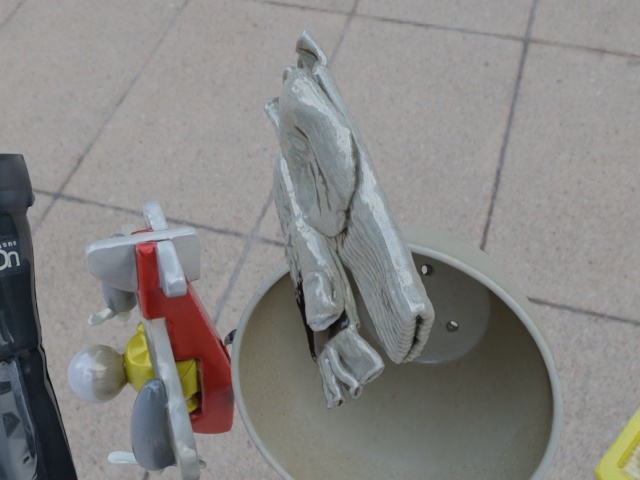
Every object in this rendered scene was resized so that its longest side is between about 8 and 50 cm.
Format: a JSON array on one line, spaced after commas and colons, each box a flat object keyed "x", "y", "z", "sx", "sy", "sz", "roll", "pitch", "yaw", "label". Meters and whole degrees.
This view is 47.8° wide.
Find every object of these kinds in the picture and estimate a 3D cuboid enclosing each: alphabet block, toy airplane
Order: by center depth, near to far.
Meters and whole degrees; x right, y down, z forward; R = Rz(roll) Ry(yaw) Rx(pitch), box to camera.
[{"x": -0.248, "y": 0.142, "z": 1.046, "sx": 0.272, "sy": 0.386, "sz": 0.385, "roll": -25, "pitch": 88, "yaw": -4, "label": "toy airplane"}, {"x": 0.558, "y": 0.364, "z": 1.125, "sx": 0.193, "sy": 0.197, "sz": 0.192, "roll": 34, "pitch": 82, "yaw": 31, "label": "alphabet block"}]

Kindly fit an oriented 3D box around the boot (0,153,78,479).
[{"x": -0.321, "y": 0.185, "z": 0.558, "sx": 0.366, "sy": 0.446, "sz": 0.146, "roll": -7, "pitch": 5, "yaw": 37, "label": "boot"}]

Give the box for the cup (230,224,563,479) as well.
[{"x": 0.096, "y": 0.115, "z": 0.810, "sx": 0.330, "sy": 0.331, "sz": 0.237, "roll": 12, "pitch": 24, "yaw": 13, "label": "cup"}]

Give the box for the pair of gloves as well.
[{"x": 0.000, "y": 0.000, "z": 0.485, "sx": 0.042, "sy": 0.240, "sz": 0.204, "roll": -15, "pitch": 71, "yaw": -13, "label": "pair of gloves"}]
